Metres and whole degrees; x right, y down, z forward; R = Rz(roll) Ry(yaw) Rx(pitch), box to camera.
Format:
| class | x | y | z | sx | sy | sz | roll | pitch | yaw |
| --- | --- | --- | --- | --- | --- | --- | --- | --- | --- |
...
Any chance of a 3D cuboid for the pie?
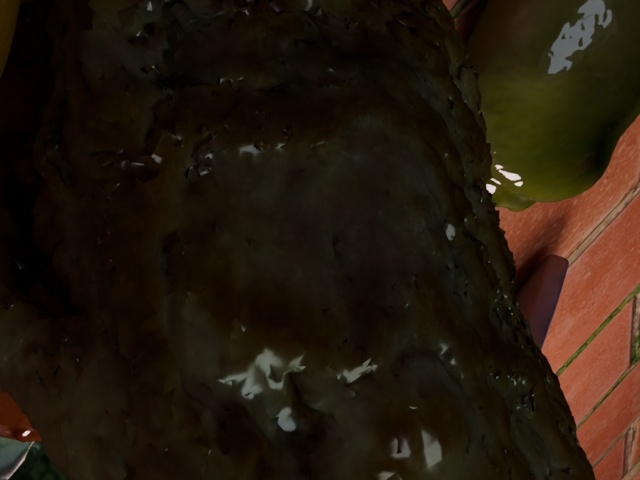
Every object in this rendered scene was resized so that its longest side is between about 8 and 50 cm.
| class | x | y | z | sx | sy | sz | roll | pitch | yaw |
| --- | --- | --- | --- | --- | --- | --- | --- | --- | --- |
| pie | 0.002 | 0.021 | 0.705 | 0.180 | 0.418 | 0.395 | -33 | 165 | 31 |

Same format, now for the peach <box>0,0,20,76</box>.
| class | x | y | z | sx | sy | sz | roll | pitch | yaw |
| --- | --- | --- | --- | --- | --- | --- | --- | --- | --- |
| peach | -0.222 | -0.094 | 0.504 | 0.251 | 0.153 | 0.251 | -35 | 156 | -18 |

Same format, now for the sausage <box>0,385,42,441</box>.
| class | x | y | z | sx | sy | sz | roll | pitch | yaw |
| --- | --- | --- | --- | --- | --- | --- | --- | --- | --- |
| sausage | -0.132 | 0.044 | 0.822 | 0.153 | 0.141 | 0.268 | -46 | 157 | 24 |

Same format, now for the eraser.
| class | x | y | z | sx | sy | sz | roll | pitch | yaw |
| --- | --- | --- | --- | --- | --- | --- | --- | --- | --- |
| eraser | 0.235 | 0.127 | 1.604 | 0.204 | 0.059 | 0.243 | -33 | 143 | -77 |

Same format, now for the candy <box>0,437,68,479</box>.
| class | x | y | z | sx | sy | sz | roll | pitch | yaw |
| --- | --- | --- | --- | --- | --- | --- | --- | --- | --- |
| candy | -0.167 | 0.184 | 1.031 | 0.246 | 0.069 | 0.149 | 30 | 96 | -38 |

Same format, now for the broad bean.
| class | x | y | z | sx | sy | sz | roll | pitch | yaw |
| --- | --- | --- | --- | --- | --- | --- | --- | --- | --- |
| broad bean | 0.213 | -0.149 | 1.160 | 0.238 | 0.119 | 0.291 | -26 | 144 | -25 |
